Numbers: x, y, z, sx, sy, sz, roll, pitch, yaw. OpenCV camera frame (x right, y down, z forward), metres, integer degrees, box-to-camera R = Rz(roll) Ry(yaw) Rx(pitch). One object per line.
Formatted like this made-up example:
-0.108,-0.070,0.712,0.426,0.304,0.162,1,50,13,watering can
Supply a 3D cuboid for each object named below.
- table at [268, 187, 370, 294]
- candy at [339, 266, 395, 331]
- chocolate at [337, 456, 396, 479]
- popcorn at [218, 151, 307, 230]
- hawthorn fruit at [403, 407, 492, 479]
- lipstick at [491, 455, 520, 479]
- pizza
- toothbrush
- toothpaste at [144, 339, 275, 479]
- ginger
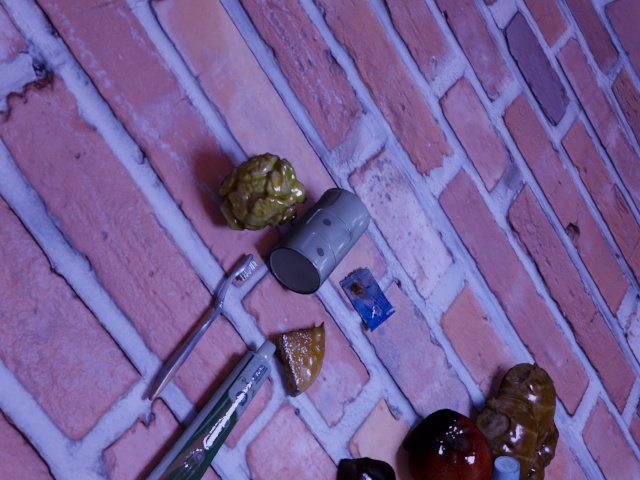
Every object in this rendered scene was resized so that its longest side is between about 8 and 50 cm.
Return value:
0.000,0.000,1.819,0.126,0.126,0.220,56,47,-16,table
0.107,0.129,1.947,0.088,0.038,0.136,-36,96,-29,candy
0.102,0.502,1.803,0.149,0.080,0.125,-37,104,-41,chocolate
-0.109,-0.105,1.724,0.173,0.168,0.195,39,31,18,popcorn
0.296,0.501,1.935,0.189,0.190,0.251,-58,137,-36,hawthorn fruit
0.414,0.624,1.995,0.068,0.061,0.274,-9,119,-20,lipstick
-0.046,0.233,1.768,0.131,0.041,0.178,31,59,-36,pizza
-0.220,0.157,1.636,0.037,0.028,0.375,57,47,-26,toothbrush
-0.191,0.333,1.593,0.098,0.061,0.392,51,52,-20,toothpaste
0.480,0.489,2.121,0.357,0.153,0.274,-46,129,-40,ginger
